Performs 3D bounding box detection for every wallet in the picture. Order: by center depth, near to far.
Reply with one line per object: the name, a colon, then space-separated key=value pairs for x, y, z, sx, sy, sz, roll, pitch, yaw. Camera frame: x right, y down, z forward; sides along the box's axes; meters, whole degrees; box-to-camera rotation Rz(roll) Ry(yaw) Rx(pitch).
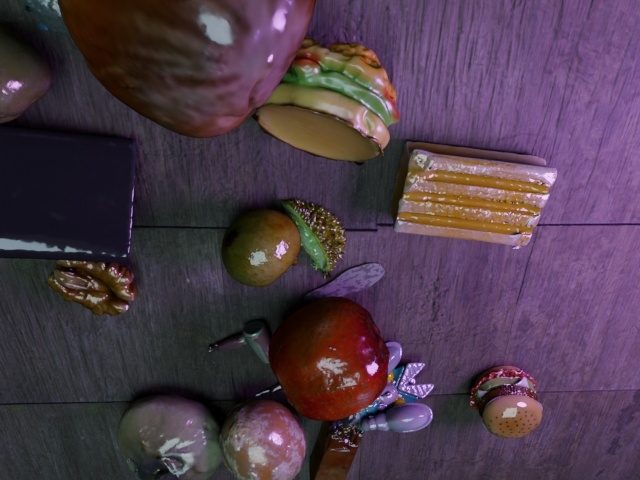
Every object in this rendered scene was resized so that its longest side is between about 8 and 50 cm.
wallet: x=-0.525 y=-0.079 z=0.861 sx=0.406 sy=0.062 sz=0.229 roll=3 pitch=90 yaw=-25

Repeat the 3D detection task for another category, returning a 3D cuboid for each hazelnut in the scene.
hazelnut: x=-0.172 y=-0.319 z=0.691 sx=0.315 sy=0.372 sz=0.372 roll=-8 pitch=131 yaw=-45

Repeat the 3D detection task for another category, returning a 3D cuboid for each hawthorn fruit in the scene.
hawthorn fruit: x=-0.007 y=0.263 z=1.083 sx=0.300 sy=0.254 sz=0.254 roll=-27 pitch=119 yaw=-1

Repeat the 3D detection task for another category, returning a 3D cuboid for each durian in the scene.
durian: x=0.000 y=0.000 z=1.049 sx=0.100 sy=0.086 sz=0.215 roll=-5 pitch=124 yaw=41

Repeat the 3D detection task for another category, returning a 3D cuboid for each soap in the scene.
soap: x=0.282 y=-0.086 z=0.988 sx=0.274 sy=0.089 sz=0.174 roll=6 pitch=122 yaw=-6

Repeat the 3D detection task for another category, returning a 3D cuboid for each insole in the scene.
insole: x=0.051 y=0.100 z=1.136 sx=0.193 sy=0.006 sz=0.065 roll=-28 pitch=119 yaw=14

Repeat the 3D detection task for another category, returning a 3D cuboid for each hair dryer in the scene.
hair dryer: x=-0.186 y=0.240 z=1.192 sx=0.154 sy=0.054 sz=0.106 roll=-7 pitch=126 yaw=13

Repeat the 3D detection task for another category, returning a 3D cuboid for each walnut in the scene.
walnut: x=-0.461 y=0.082 z=1.062 sx=0.170 sy=0.069 sz=0.143 roll=30 pitch=116 yaw=-18

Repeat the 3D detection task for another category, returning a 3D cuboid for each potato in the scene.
potato: x=-0.539 y=-0.255 z=0.787 sx=0.235 sy=0.178 sz=0.160 roll=-10 pitch=108 yaw=-10

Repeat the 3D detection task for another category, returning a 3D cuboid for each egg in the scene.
egg: x=-0.138 y=0.485 z=1.245 sx=0.203 sy=0.203 sz=0.245 roll=-24 pitch=128 yaw=11

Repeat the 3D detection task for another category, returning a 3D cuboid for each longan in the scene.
longan: x=-0.108 y=0.019 z=1.003 sx=0.154 sy=0.145 sz=0.176 roll=-18 pitch=144 yaw=37

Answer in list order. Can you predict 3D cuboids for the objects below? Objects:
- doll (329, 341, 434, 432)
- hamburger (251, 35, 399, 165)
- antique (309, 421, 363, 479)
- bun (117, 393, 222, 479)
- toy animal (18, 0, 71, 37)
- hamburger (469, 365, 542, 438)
doll: x=0.152 y=0.371 z=1.192 sx=0.195 sy=0.153 sz=0.258 roll=42 pitch=75 yaw=1
hamburger: x=0.013 y=-0.231 z=0.826 sx=0.237 sy=0.237 sz=0.149 roll=19 pitch=84 yaw=-14
antique: x=0.045 y=0.516 z=1.336 sx=0.087 sy=0.093 sz=0.310 roll=11 pitch=119 yaw=-10
bun: x=-0.365 y=0.501 z=1.266 sx=0.272 sy=0.168 sz=0.273 roll=2 pitch=119 yaw=4
toy animal: x=-0.361 y=-0.333 z=0.830 sx=0.253 sy=0.070 sz=0.079 roll=33 pitch=150 yaw=-33
hamburger: x=0.458 y=0.406 z=1.267 sx=0.175 sy=0.137 sz=0.175 roll=-1 pitch=124 yaw=-1
